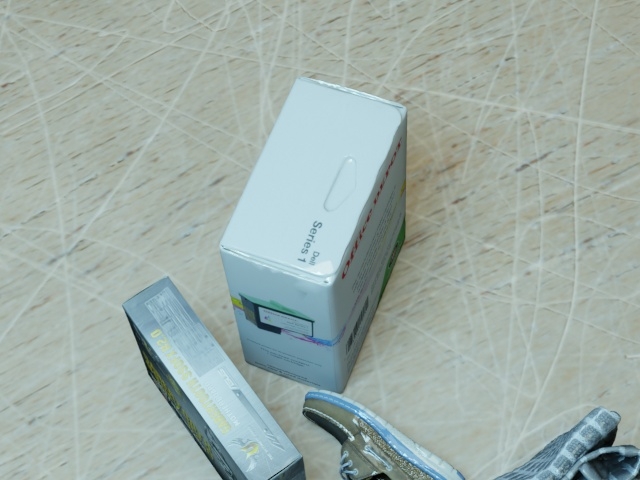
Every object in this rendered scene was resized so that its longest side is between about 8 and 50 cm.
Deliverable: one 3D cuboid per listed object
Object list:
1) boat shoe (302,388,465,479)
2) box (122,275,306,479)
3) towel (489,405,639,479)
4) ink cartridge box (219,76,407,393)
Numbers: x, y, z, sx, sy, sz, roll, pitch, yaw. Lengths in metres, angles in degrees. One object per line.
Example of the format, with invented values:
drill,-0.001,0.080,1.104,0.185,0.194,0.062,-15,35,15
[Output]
boat shoe,0.051,0.214,1.626,0.183,0.066,0.066,30,71,16
box,-0.098,0.168,1.593,0.056,0.183,0.231,-34,68,-12
towel,0.172,0.258,1.473,0.235,0.284,0.121,-24,79,-9
ink cartridge box,0.000,0.000,1.616,0.117,0.278,0.201,18,66,11
